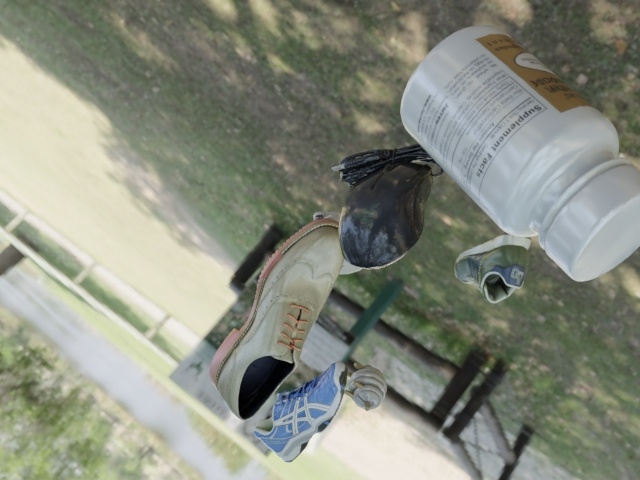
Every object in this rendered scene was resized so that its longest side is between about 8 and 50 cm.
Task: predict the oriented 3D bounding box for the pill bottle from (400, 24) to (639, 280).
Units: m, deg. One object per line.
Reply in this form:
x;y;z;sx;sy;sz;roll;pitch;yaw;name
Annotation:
0.186;-0.078;0.771;0.229;0.131;0.131;52;169;33;pill bottle

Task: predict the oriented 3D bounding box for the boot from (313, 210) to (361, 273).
0.000;0.000;1.805;0.258;0.095;0.123;9;-123;-57;boot

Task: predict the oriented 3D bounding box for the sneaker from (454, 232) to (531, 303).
0.254;0.055;1.316;0.064;0.086;0.192;13;160;-14;sneaker

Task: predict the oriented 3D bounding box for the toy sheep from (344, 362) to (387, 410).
0.097;0.311;1.829;0.091;0.132;0.091;4;126;6;toy sheep

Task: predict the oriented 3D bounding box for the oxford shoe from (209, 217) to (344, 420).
-0.054;0.149;1.560;0.140;0.397;0.146;21;-164;-30;oxford shoe

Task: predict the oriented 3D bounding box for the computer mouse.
0.086;-0.068;1.253;0.188;0.272;0.072;-10;126;21;computer mouse

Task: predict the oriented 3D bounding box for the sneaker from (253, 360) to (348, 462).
-0.030;0.269;1.386;0.081;0.211;0.080;33;-157;-9;sneaker
